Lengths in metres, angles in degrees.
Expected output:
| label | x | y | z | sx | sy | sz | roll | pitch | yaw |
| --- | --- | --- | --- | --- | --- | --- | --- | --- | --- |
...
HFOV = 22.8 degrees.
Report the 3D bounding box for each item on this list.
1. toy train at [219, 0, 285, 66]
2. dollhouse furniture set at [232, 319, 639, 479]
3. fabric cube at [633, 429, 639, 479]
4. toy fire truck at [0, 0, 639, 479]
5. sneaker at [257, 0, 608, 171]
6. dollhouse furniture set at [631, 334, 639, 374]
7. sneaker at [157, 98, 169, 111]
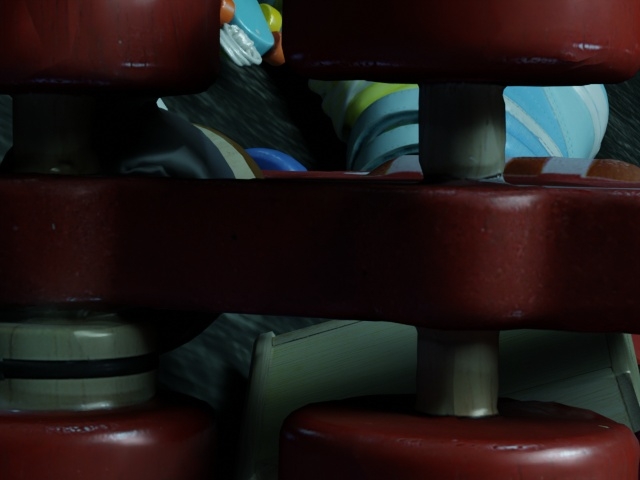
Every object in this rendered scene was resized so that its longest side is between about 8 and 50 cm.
| label | x | y | z | sx | sy | sz | roll | pitch | yaw |
| --- | --- | --- | --- | --- | --- | --- | --- | --- | --- |
| toy train | -0.089 | -0.149 | 0.879 | 0.166 | 0.046 | 0.125 | 51 | 22 | 5 |
| dollhouse furniture set | 0.083 | 0.146 | 0.700 | 0.212 | 0.161 | 0.242 | -84 | 155 | -61 |
| fabric cube | 0.133 | 0.215 | 0.460 | 0.254 | 0.259 | 0.258 | 50 | 20 | -3 |
| toy fire truck | 0.000 | 0.000 | 0.532 | 0.254 | 0.302 | 0.169 | -4 | 94 | -71 |
| sneaker | 0.029 | -0.101 | 0.946 | 0.319 | 0.127 | 0.208 | 33 | 40 | -7 |
| dollhouse furniture set | 0.254 | 0.054 | 1.109 | 0.374 | 0.152 | 0.201 | 33 | 29 | -42 |
| sneaker | -0.098 | -0.087 | 0.768 | 0.083 | 0.037 | 0.032 | 45 | 20 | -23 |
